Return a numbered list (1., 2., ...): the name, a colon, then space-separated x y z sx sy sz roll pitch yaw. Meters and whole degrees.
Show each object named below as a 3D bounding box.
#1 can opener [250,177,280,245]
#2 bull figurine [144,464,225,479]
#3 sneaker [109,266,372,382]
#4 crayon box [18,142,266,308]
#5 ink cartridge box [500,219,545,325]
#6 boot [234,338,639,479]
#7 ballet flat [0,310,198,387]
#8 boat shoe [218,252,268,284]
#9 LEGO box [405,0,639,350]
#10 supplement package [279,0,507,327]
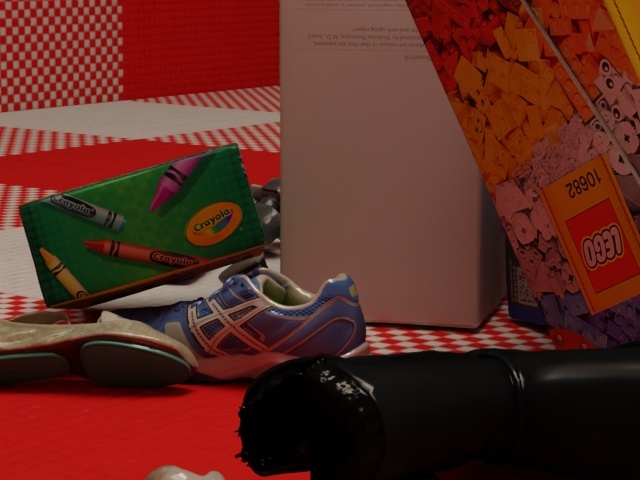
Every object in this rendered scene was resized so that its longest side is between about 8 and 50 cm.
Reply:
1. can opener: 0.000 0.000 1.731 0.095 0.076 0.283 -40 28 -21
2. bull figurine: -0.083 0.155 0.646 0.310 0.101 0.188 -5 9 -25
3. sneaker: -0.061 0.059 1.274 0.211 0.081 0.080 2 11 19
4. crayon box: -0.133 -0.006 1.387 0.165 0.081 0.278 -16 -1 -3
5. ink cartridge box: 0.300 -0.066 1.456 0.395 0.270 0.151 -4 6 -23
6. boot: 0.098 0.104 0.961 0.207 0.094 0.246 -4 3 -43
7. ballet flat: -0.169 0.071 1.244 0.168 0.057 0.052 0 49 3
8. boat shoe: -0.059 0.038 1.535 0.046 0.038 0.125 -32 9 -4
9. LEGO box: 0.350 -0.149 1.265 0.500 0.373 0.193 -19 -8 -29
10. supplement package: 0.069 -0.087 1.502 0.175 0.293 0.177 2 9 15
